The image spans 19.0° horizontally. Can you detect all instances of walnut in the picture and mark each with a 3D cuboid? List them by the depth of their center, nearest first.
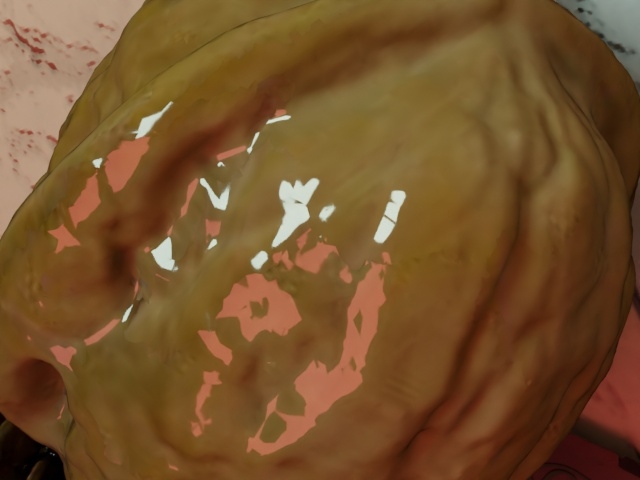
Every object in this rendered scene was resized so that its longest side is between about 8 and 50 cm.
[{"bbox_3d":[0.000,0.000,0.695,0.224,0.257,0.257,67,147,37],"label":"walnut"}]

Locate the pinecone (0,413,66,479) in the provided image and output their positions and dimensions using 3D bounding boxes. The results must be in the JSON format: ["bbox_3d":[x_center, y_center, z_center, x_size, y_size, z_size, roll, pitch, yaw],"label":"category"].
[{"bbox_3d":[-0.067,0.116,0.865,0.165,0.163,0.163,3,116,38],"label":"pinecone"}]

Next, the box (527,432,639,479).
[{"bbox_3d":[0.094,0.152,0.818,0.111,0.060,0.156,26,128,29],"label":"box"}]
